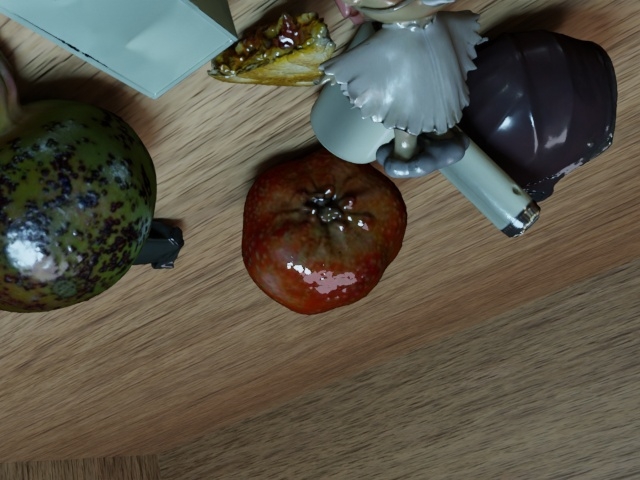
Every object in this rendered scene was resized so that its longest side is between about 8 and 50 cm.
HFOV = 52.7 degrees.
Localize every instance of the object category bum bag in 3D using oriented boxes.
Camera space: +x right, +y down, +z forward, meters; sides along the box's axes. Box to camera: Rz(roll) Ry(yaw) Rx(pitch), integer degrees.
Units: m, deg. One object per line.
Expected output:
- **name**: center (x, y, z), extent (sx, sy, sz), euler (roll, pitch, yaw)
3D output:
- **bum bag**: center (-0.366, -0.002, 1.109), extent (0.142, 0.080, 0.326), euler (-24, 159, 33)

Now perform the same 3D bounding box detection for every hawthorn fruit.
- **hawthorn fruit**: center (0.000, 0.000, 1.127), extent (0.286, 0.287, 0.330), euler (-13, 162, -8)

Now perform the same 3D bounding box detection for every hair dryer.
- **hair dryer**: center (0.162, -0.127, 0.866), extent (0.128, 0.362, 0.203), euler (-41, 174, -40)

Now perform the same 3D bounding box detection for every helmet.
- **helmet**: center (0.267, -0.179, 0.951), extent (0.177, 0.225, 0.305), euler (7, 147, -32)

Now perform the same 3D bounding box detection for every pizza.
- **pizza**: center (-0.043, -0.235, 0.777), extent (0.154, 0.069, 0.193), euler (-1, 177, -31)

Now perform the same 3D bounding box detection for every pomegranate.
- **pomegranate**: center (-0.355, -0.081, 0.763), extent (0.284, 0.285, 0.341), euler (-19, 126, 4)

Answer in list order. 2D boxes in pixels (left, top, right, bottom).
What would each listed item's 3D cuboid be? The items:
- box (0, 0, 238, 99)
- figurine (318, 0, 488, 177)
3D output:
- **box**: center (-0.208, -0.252, 0.654), extent (0.129, 0.086, 0.225), euler (-28, 154, 22)
- **figurine**: center (0.082, -0.256, 0.646), extent (0.206, 0.166, 0.387), euler (-22, 122, -17)
